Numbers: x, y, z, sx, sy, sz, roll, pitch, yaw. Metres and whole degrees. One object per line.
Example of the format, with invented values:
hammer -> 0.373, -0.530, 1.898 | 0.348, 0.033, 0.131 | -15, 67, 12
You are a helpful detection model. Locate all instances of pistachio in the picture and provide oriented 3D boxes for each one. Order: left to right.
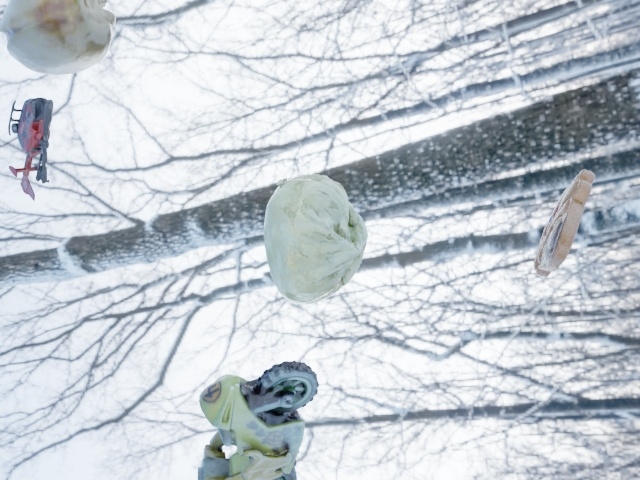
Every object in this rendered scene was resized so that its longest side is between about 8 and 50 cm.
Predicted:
pistachio -> -0.363, -0.291, 0.924 | 0.144, 0.215, 0.143 | 2, -94, -38

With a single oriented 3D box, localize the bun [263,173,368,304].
bun -> 0.000, 0.000, 1.244 | 0.259, 0.160, 0.259 | 5, -90, -66

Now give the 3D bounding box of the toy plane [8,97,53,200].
toy plane -> -0.345, -0.117, 0.815 | 0.037, 0.060, 0.145 | -17, -40, -50

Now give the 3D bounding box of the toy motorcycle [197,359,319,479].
toy motorcycle -> -0.141, 0.412, 1.424 | 0.168, 0.237, 0.410 | -105, 21, -56

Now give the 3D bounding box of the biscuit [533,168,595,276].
biscuit -> 0.365, -0.019, 1.031 | 0.280, 0.043, 0.183 | -34, -37, -60
